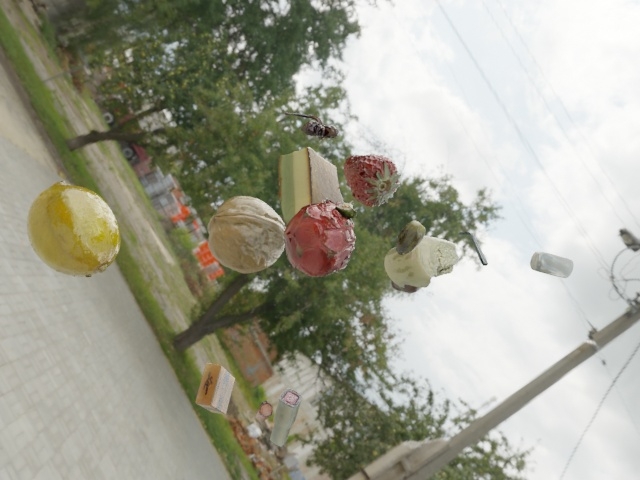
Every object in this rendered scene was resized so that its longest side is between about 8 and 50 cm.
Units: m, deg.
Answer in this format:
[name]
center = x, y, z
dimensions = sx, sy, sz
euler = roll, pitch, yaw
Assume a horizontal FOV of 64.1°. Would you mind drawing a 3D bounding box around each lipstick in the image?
[lipstick]
center = -0.136, 0.683, 1.963
dimensions = 0.077, 0.079, 0.253
euler = 25, -55, 16

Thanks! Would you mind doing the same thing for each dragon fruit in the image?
[dragon fruit]
center = 0.000, 0.000, 1.183
dimensions = 0.172, 0.172, 0.210
euler = 53, -44, 33

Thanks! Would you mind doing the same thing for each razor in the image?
[razor]
center = 0.573, 0.023, 1.888
dimensions = 0.190, 0.066, 0.033
euler = -103, -159, -48

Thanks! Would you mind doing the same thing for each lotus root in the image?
[lotus root]
center = 0.217, -0.003, 1.255
dimensions = 0.054, 0.099, 0.049
euler = 36, 23, 5

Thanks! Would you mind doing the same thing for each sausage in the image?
[sausage]
center = -0.178, 0.533, 1.588
dimensions = 0.050, 0.048, 0.145
euler = 56, -24, 15

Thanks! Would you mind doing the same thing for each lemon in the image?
[lemon]
center = -0.690, -0.026, 1.435
dimensions = 0.263, 0.236, 0.236
euler = 52, -15, 32

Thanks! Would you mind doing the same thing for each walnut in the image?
[walnut]
center = -0.275, -0.022, 1.896
dimensions = 0.252, 0.277, 0.313
euler = 26, -5, 43

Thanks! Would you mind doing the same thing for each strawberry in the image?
[strawberry]
center = 0.166, -0.240, 1.913
dimensions = 0.244, 0.205, 0.205
euler = 39, -25, 46

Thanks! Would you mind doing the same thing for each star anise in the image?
[star anise]
center = -0.029, -0.374, 1.670
dimensions = 0.097, 0.190, 0.070
euler = -146, -110, -67

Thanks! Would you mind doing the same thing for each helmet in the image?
[helmet]
center = 0.398, 0.173, 2.218
dimensions = 0.106, 0.155, 0.175
euler = 35, -17, 37

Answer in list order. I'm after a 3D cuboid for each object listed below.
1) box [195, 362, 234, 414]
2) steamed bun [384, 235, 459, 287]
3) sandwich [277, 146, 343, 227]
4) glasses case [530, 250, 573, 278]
[box]
center = -0.405, 0.580, 1.990
dimensions = 0.237, 0.070, 0.152
euler = 77, 23, -63
[steamed bun]
center = 0.352, 0.091, 1.843
dimensions = 0.225, 0.200, 0.171
euler = -25, -118, 55
[sandwich]
center = -0.022, -0.112, 1.382
dimensions = 0.186, 0.108, 0.220
euler = 28, 55, -55
[glasses case]
center = 0.683, 0.071, 1.509
dimensions = 0.041, 0.164, 0.063
euler = 27, -77, 64
